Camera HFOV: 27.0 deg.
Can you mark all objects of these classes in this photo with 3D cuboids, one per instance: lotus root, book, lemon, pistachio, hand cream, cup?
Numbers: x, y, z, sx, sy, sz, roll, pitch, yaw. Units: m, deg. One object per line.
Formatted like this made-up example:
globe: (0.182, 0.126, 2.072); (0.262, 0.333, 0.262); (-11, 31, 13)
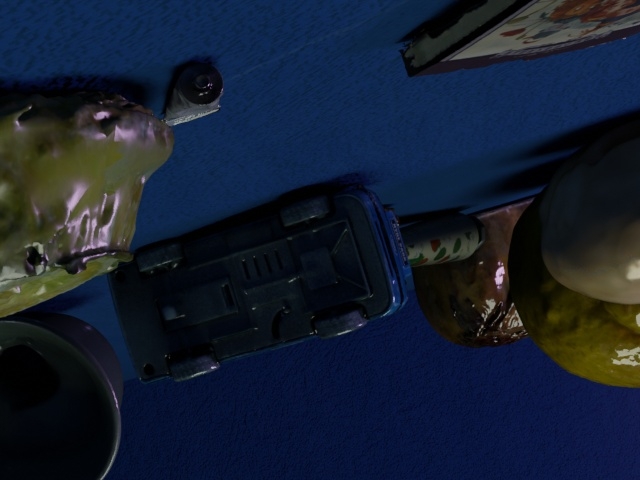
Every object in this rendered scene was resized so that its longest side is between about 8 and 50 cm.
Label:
lotus root: (0.258, 0.042, 1.848); (0.272, 0.192, 0.272); (-12, 169, -2)
book: (0.156, -0.129, 0.603); (0.158, 0.026, 0.231); (-14, 173, -28)
lemon: (0.348, 0.034, 1.518); (0.285, 0.285, 0.316); (-21, 164, 30)
pistachio: (0.355, -0.035, 1.288); (0.299, 0.187, 0.187); (-13, 174, -5)
hand cream: (-0.058, -0.067, 0.621); (0.030, 0.019, 0.093); (-18, -179, -10)
cup: (-0.270, 0.144, 1.322); (0.199, 0.199, 0.150); (-19, -168, 16)
hand cream: (0.104, 0.008, 1.553); (0.095, 0.059, 0.276); (-13, 179, 39)

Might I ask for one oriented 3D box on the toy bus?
toy bus: (-0.046, 0.036, 1.133); (0.246, 0.113, 0.134); (-18, 179, 20)

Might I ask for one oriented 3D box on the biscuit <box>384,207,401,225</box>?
biscuit: (0.012, -0.003, 1.362); (0.131, 0.026, 0.237); (-19, 173, 28)

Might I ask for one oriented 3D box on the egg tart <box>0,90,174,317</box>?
egg tart: (-0.150, -0.006, 0.608); (0.197, 0.078, 0.197); (-18, 177, -1)
